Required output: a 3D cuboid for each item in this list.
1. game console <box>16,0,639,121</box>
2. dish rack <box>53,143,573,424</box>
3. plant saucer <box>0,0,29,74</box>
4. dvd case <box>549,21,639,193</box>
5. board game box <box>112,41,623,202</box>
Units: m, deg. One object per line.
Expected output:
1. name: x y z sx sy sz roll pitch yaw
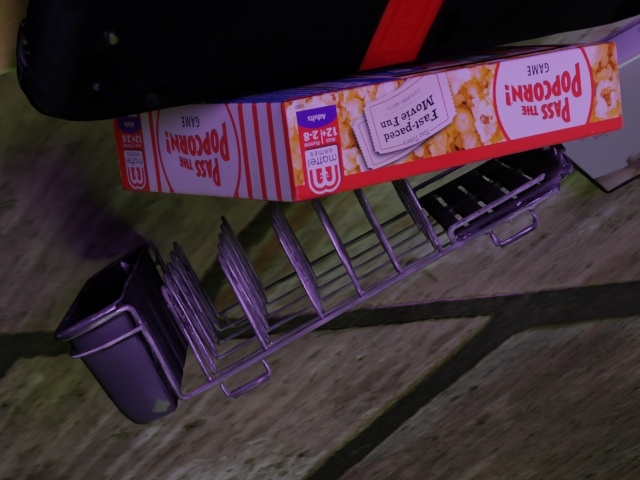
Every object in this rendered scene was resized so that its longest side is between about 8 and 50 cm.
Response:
1. game console: 0.073 -0.195 0.573 0.342 0.060 0.386 -12 152 -24
2. dish rack: 0.000 0.000 0.871 0.271 0.074 0.208 -28 -171 1
3. plant saucer: -0.097 -0.147 0.570 0.241 0.037 0.241 -26 158 -11
4. dvd case: 0.256 -0.114 0.990 0.253 0.022 0.180 -29 155 18
5. board game box: 0.022 -0.059 0.764 0.193 0.045 0.146 -14 -168 -34
